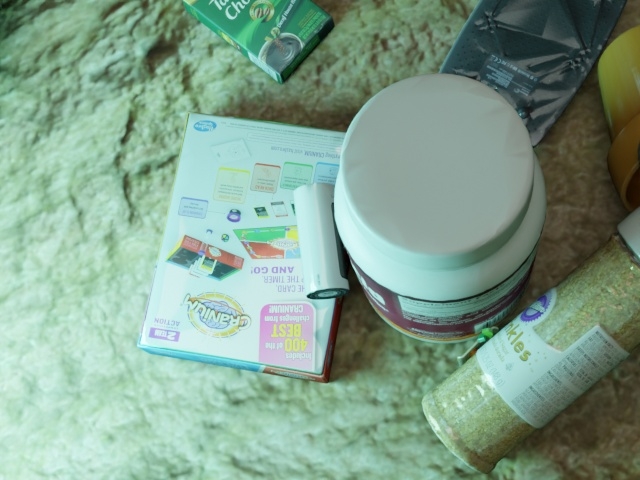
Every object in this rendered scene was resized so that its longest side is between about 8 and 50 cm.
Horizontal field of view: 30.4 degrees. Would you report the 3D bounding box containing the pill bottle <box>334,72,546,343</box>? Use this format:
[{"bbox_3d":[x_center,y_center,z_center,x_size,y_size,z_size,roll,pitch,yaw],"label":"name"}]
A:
[{"bbox_3d":[0.133,-0.024,1.310,0.224,0.392,0.224,-2,75,7],"label":"pill bottle"}]

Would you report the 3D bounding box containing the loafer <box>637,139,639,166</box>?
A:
[{"bbox_3d":[0.463,-0.044,1.286,0.268,0.102,0.092,41,68,-5],"label":"loafer"}]

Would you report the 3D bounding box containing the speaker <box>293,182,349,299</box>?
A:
[{"bbox_3d":[0.000,0.000,1.428,0.055,0.055,0.136,-9,74,5],"label":"speaker"}]

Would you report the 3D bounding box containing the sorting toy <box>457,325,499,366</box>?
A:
[{"bbox_3d":[0.193,0.128,1.422,0.062,0.083,0.012,-40,70,-4],"label":"sorting toy"}]

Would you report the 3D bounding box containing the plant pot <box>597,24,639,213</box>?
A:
[{"bbox_3d":[0.428,-0.158,1.424,0.205,0.205,0.188,-18,58,2],"label":"plant pot"}]

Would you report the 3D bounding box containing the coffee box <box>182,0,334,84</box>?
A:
[{"bbox_3d":[-0.086,-0.309,1.596,0.184,0.040,0.113,41,83,15],"label":"coffee box"}]

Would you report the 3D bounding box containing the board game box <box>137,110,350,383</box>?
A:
[{"bbox_3d":[-0.081,0.006,1.499,0.242,0.064,0.317,9,77,9],"label":"board game box"}]

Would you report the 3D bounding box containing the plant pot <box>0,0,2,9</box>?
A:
[{"bbox_3d":[-0.553,-0.292,1.539,0.323,0.323,0.280,-3,92,6],"label":"plant pot"}]

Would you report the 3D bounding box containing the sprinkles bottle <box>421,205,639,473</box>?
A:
[{"bbox_3d":[0.281,0.114,1.342,0.355,0.121,0.121,-44,74,15],"label":"sprinkles bottle"}]

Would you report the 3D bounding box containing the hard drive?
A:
[{"bbox_3d":[0.274,-0.254,1.529,0.172,0.054,0.255,30,81,13],"label":"hard drive"}]
